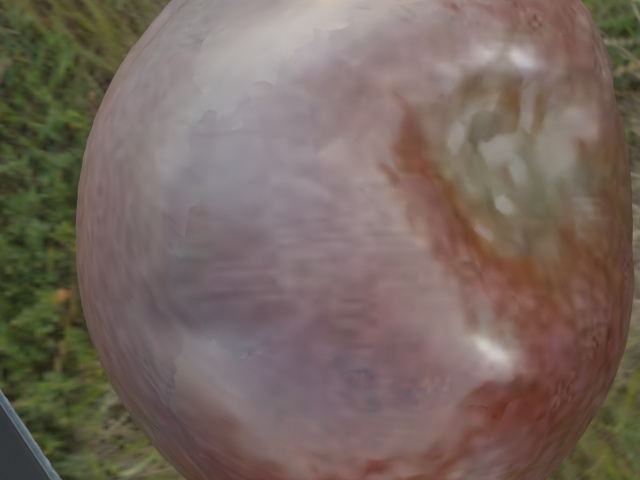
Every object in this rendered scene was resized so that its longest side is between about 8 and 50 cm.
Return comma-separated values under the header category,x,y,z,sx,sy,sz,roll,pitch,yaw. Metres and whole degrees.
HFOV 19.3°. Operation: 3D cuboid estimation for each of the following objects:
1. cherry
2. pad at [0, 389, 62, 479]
category,x,y,z,sx,sy,sz,roll,pitch,yaw
cherry,-0.002,-0.002,0.704,0.239,0.206,0.239,-5,83,44
pad,-0.176,0.004,0.565,0.243,0.004,0.163,0,126,53
